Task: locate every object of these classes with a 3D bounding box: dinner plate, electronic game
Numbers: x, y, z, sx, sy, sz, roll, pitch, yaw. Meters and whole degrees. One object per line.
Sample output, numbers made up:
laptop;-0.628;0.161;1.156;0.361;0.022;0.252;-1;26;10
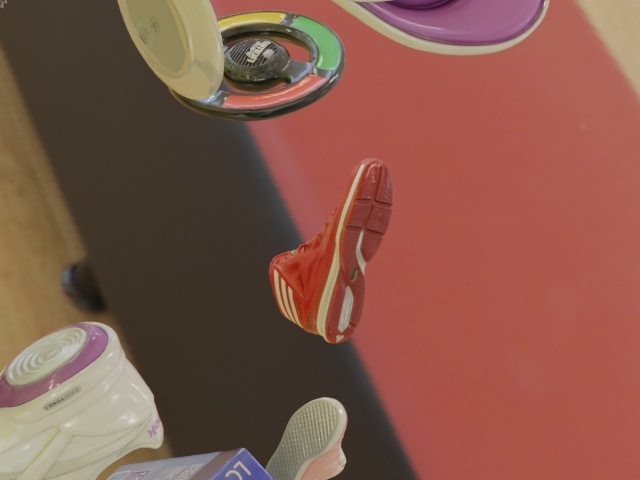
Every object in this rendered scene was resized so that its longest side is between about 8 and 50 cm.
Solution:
dinner plate;-0.125;-0.173;1.325;0.017;0.141;0.141;-30;73;-28
electronic game;-0.082;-0.223;2.127;0.229;0.048;0.229;-3;39;3

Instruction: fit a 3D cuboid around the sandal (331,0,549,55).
sandal;0.071;-0.325;1.869;0.416;0.102;0.169;20;80;-13

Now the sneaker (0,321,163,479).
sneaker;-0.271;0.196;1.403;0.152;0.305;0.114;57;9;-33

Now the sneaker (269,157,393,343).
sneaker;0.000;0.000;1.993;0.128;0.221;0.087;18;2;38

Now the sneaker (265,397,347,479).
sneaker;0.001;0.195;1.647;0.070;0.134;0.051;-10;54;-44

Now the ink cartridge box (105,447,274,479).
ink cartridge box;-0.165;0.337;1.567;0.270;0.395;0.151;-44;102;-26

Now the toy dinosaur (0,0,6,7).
toy dinosaur;-0.319;-0.312;1.544;0.121;0.313;0.160;4;69;-11
